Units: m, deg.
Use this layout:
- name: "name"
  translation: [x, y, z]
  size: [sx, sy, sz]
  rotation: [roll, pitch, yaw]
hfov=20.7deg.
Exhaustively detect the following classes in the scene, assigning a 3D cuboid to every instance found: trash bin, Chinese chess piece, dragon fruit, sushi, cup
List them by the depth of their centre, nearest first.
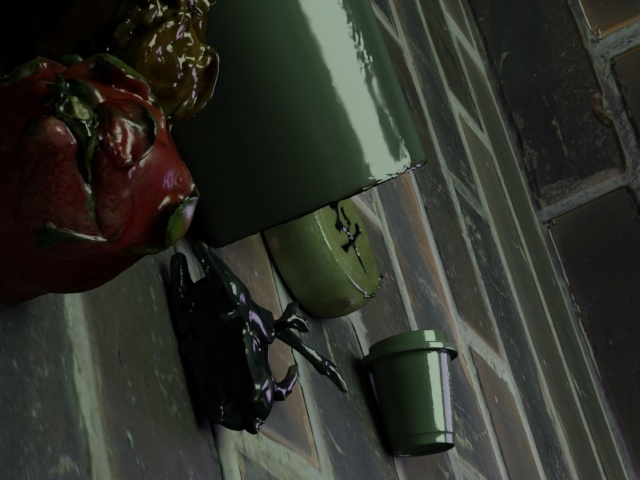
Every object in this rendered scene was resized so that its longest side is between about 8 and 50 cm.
- name: "dragon fruit"
  translation: [-0.189, -0.069, 1.340]
  size: [0.269, 0.198, 0.200]
  rotation: [-87, -168, -55]
- name: "sushi"
  translation: [-0.177, -0.188, 1.550]
  size: [0.204, 0.213, 0.200]
  rotation: [36, 14, 8]
- name: "trash bin"
  translation: [-0.081, -0.234, 1.817]
  size: [0.432, 0.280, 0.280]
  rotation: [67, 15, -3]
- name: "Chinese chess piece"
  translation: [0.000, 0.000, 2.079]
  size: [0.188, 0.083, 0.188]
  rotation: [55, 21, -33]
- name: "cup"
  translation: [0.118, 0.189, 2.135]
  size: [0.120, 0.120, 0.141]
  rotation: [28, 49, -66]

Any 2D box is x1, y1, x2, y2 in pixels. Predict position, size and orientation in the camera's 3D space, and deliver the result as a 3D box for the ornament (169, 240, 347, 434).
- name: "ornament"
  translation: [-0.050, 0.124, 1.720]
  size: [0.236, 0.080, 0.202]
  rotation: [42, 24, -56]
